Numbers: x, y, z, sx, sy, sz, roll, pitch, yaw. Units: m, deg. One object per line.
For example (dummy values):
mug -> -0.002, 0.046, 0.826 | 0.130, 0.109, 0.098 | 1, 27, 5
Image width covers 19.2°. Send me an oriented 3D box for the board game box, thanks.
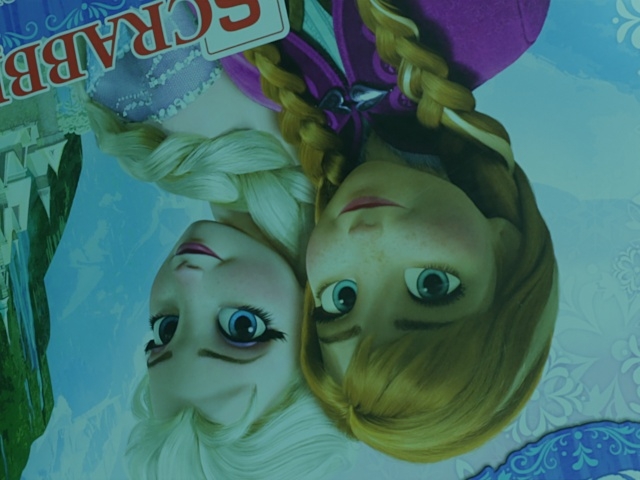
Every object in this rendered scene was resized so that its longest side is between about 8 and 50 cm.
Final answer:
board game box -> 0.000, 0.000, 0.710 | 0.318, 0.066, 0.318 | -16, 81, 20
